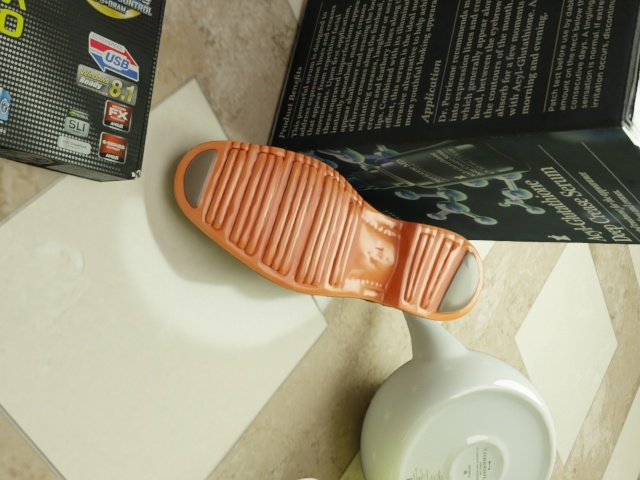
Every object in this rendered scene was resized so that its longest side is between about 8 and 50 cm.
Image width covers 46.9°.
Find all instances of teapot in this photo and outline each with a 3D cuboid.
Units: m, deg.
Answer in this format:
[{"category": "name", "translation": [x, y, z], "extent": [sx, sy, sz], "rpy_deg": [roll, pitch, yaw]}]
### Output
[{"category": "teapot", "translation": [0.152, 0.241, 0.922], "extent": [0.252, 0.187, 0.256], "rpy_deg": [36, 91, -22]}]

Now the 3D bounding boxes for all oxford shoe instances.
[{"category": "oxford shoe", "translation": [0.000, 0.000, 0.797], "extent": [0.364, 0.133, 0.130], "rpy_deg": [25, 82, -26]}]

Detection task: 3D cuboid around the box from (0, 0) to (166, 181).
[{"category": "box", "translation": [-0.247, -0.176, 0.552], "extent": [0.270, 0.060, 0.216], "rpy_deg": [14, 81, -47]}]

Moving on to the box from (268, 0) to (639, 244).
[{"category": "box", "translation": [0.195, -0.139, 0.789], "extent": [0.293, 0.395, 0.212], "rpy_deg": [26, 73, -44]}]

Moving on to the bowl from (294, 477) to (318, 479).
[{"category": "bowl", "translation": [-0.019, 0.330, 0.720], "extent": [0.289, 0.289, 0.156], "rpy_deg": [11, 41, -47]}]
